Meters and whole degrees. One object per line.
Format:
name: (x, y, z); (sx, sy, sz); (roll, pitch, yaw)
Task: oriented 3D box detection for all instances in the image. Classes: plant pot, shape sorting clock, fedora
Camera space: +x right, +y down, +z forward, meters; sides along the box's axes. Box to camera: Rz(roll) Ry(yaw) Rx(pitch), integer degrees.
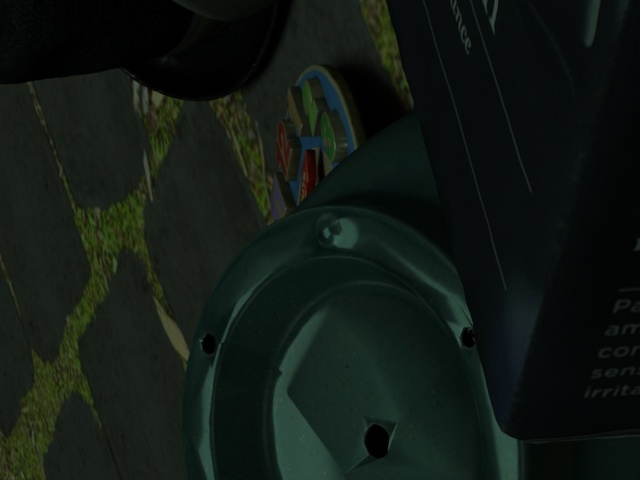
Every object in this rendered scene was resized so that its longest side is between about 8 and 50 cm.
plant pot: (0.072, 0.070, 0.772); (0.293, 0.196, 0.293); (3, 95, 44)
shape sorting clock: (0.000, 0.000, 1.155); (0.206, 0.040, 0.206); (180, 90, -79)
fedora: (-0.171, -0.206, 1.232); (0.334, 0.152, 0.334); (37, 146, 31)

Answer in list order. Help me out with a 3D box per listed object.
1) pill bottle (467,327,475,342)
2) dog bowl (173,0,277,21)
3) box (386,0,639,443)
pill bottle: (0.072, 0.027, 1.026); (0.065, 0.065, 0.116); (61, 152, 30)
dog bowl: (-0.104, -0.251, 0.950); (0.102, 0.349, 0.348); (-40, 56, 15)
box: (0.141, -0.186, 0.469); (0.395, 0.212, 0.293); (99, 164, -48)
